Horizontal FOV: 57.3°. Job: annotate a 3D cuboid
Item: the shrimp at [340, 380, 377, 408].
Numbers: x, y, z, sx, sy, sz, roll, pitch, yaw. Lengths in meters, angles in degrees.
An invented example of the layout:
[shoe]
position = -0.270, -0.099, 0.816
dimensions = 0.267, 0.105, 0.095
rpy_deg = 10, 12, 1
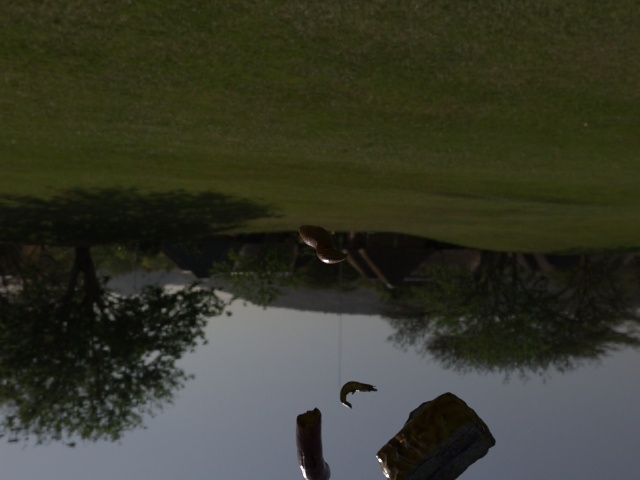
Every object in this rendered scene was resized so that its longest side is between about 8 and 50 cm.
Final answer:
[shrimp]
position = 0.105, 0.434, 1.643
dimensions = 0.114, 0.083, 0.023
rpy_deg = -3, 135, 31

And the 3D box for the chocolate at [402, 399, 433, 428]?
[chocolate]
position = 0.340, 0.571, 1.679
dimensions = 0.221, 0.221, 0.147
rpy_deg = -1, -166, 22

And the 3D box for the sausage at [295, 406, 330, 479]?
[sausage]
position = -0.023, 0.607, 1.673
dimensions = 0.076, 0.302, 0.103
rpy_deg = 11, -144, 25

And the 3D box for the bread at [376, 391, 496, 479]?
[bread]
position = 0.223, 0.411, 1.156
dimensions = 0.181, 0.222, 0.096
rpy_deg = 38, -169, -40

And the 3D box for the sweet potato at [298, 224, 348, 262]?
[sweet potato]
position = -0.002, 0.001, 1.392
dimensions = 0.055, 0.058, 0.202
rpy_deg = -22, -147, -17
